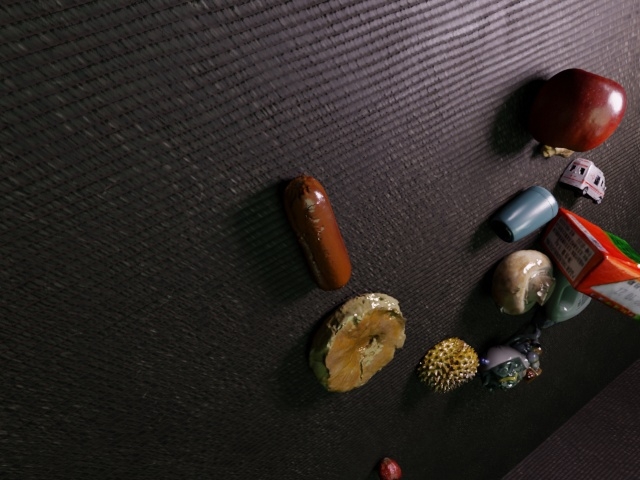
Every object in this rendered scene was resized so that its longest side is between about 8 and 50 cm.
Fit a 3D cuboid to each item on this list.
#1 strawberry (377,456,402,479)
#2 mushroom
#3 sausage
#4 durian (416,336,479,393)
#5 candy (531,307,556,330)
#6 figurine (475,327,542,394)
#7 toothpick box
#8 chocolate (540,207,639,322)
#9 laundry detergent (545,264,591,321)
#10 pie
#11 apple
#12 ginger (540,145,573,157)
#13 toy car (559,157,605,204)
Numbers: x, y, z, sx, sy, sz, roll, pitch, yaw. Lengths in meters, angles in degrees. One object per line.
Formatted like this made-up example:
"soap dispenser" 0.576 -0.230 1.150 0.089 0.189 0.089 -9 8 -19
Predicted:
"strawberry" 0.276 0.937 1.788 0.106 0.106 0.106 -18 127 -26
"mushroom" 0.706 0.155 1.532 0.254 0.184 0.255 -31 136 -34
"sausage" 0.000 0.000 0.985 0.102 0.102 0.330 -34 133 -13
"durian" 0.472 0.464 1.599 0.249 0.138 0.183 -28 139 -11
"candy" 1.084 0.328 1.991 0.312 0.061 0.088 -11 126 -30
"figurine" 0.799 0.520 1.833 0.381 0.186 0.261 -4 131 -40
"toothpick box" 0.632 -0.077 1.371 0.184 0.120 0.120 -33 132 -9
"chocolate" 0.973 0.082 1.504 0.341 0.360 0.161 25 118 -10
"laundry detergent" 1.030 0.134 1.786 0.264 0.124 0.398 -32 131 -19
"pie" 0.110 0.298 1.261 0.339 0.083 0.340 -16 126 -24
"apple" 0.679 -0.344 1.166 0.218 0.218 0.201 -2 117 -35
"ginger" 0.767 -0.323 1.341 0.137 0.074 0.213 34 91 -34
"toy car" 0.924 -0.203 1.521 0.209 0.089 0.108 17 102 -38
